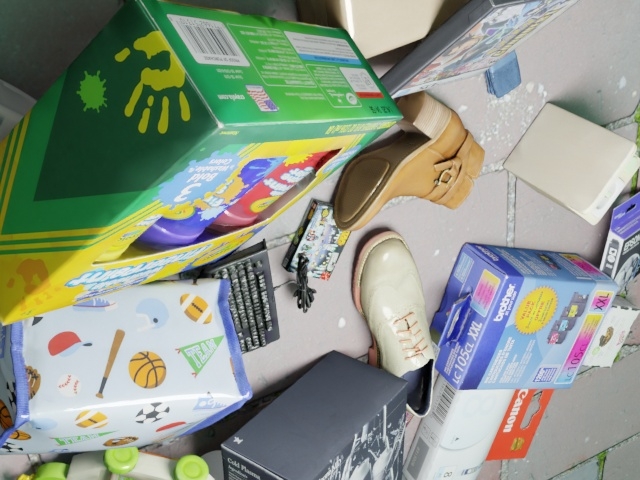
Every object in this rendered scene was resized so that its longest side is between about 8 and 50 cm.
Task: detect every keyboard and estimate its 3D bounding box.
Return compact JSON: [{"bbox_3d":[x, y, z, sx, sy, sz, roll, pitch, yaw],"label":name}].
[{"bbox_3d":[-0.093,0.097,1.366,0.201,0.033,0.317,-26,152,-14],"label":"keyboard"}]

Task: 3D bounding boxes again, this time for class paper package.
[{"bbox_3d":[0.117,-0.456,1.173,0.325,0.168,0.309,-23,125,-16],"label":"paper package"}]

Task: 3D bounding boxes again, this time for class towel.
[{"bbox_3d":[0.320,-0.319,1.453,0.067,0.029,0.119,-31,126,-11],"label":"towel"}]

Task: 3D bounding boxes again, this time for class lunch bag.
[{"bbox_3d":[-0.336,0.200,1.213,0.328,0.239,0.385,3,152,-30],"label":"lunch bag"}]

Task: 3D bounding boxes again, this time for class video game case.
[{"bbox_3d":[0.248,-0.312,1.259,0.248,0.275,0.035,-21,83,-36],"label":"video game case"}]

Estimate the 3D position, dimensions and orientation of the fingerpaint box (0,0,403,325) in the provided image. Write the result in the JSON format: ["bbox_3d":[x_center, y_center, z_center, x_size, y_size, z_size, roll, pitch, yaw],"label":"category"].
[{"bbox_3d":[-0.154,-0.095,1.000,0.371,0.163,0.445,-36,171,27],"label":"fingerpaint box"}]

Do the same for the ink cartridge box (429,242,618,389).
[{"bbox_3d":[0.388,0.162,1.687,0.395,0.151,0.270,6,113,-30],"label":"ink cartridge box"}]

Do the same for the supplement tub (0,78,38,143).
[{"bbox_3d":[-0.482,-0.056,1.036,0.193,0.193,0.316,28,100,-37],"label":"supplement tub"}]

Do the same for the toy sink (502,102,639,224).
[{"bbox_3d":[0.489,-0.132,1.523,0.131,0.234,0.153,28,99,-37],"label":"toy sink"}]

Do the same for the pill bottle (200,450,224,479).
[{"bbox_3d":[-0.175,0.503,1.570,0.117,0.117,0.208,-27,127,-14],"label":"pill bottle"}]

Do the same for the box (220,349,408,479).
[{"bbox_3d":[-0.002,0.435,1.507,0.343,0.179,0.312,-34,133,-46],"label":"box"}]

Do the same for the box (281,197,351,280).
[{"bbox_3d":[0.000,0.000,1.447,0.094,0.027,0.137,14,108,-36],"label":"box"}]

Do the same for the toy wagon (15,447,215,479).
[{"bbox_3d":[-0.347,0.434,1.409,0.344,0.068,0.267,17,131,-12],"label":"toy wagon"}]

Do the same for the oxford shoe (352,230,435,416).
[{"bbox_3d":[0.163,0.164,1.555,0.140,0.146,0.397,-24,125,-15],"label":"oxford shoe"}]

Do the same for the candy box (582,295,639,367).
[{"bbox_3d":[0.623,0.205,1.891,0.196,0.070,0.165,9,111,-33],"label":"candy box"}]

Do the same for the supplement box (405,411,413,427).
[{"bbox_3d":[0.157,0.356,1.725,0.083,0.043,0.055,25,102,-36],"label":"supplement box"}]

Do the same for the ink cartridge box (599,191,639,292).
[{"bbox_3d":[0.676,0.002,1.782,0.206,0.045,0.208,-25,128,-43],"label":"ink cartridge box"}]

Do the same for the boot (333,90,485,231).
[{"bbox_3d":[0.163,-0.104,1.442,0.220,0.109,0.283,32,86,-43],"label":"boot"}]

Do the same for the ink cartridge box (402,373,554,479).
[{"bbox_3d":[0.402,0.419,1.872,0.385,0.091,0.308,4,114,-30],"label":"ink cartridge box"}]
